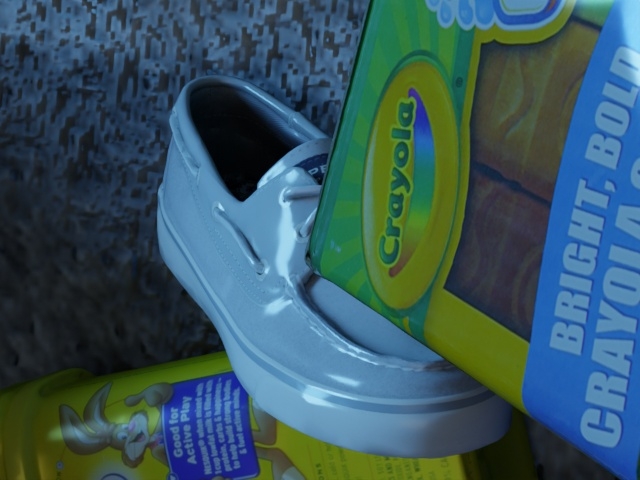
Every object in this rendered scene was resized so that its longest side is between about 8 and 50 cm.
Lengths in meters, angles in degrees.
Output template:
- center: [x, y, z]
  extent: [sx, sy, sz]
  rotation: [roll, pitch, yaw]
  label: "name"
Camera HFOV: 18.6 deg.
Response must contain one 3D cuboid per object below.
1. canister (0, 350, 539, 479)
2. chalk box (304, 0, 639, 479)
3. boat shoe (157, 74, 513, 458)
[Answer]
- center: [-0.017, 0.093, 0.637]
  extent: [0.170, 0.073, 0.126]
  rotation: [-13, 93, 22]
  label: "canister"
- center: [0.125, -0.044, 0.467]
  extent: [0.289, 0.179, 0.180]
  rotation: [31, 113, 51]
  label: "chalk box"
- center: [0.000, 0.000, 0.574]
  extent: [0.066, 0.184, 0.063]
  rotation: [-9, 117, -16]
  label: "boat shoe"
